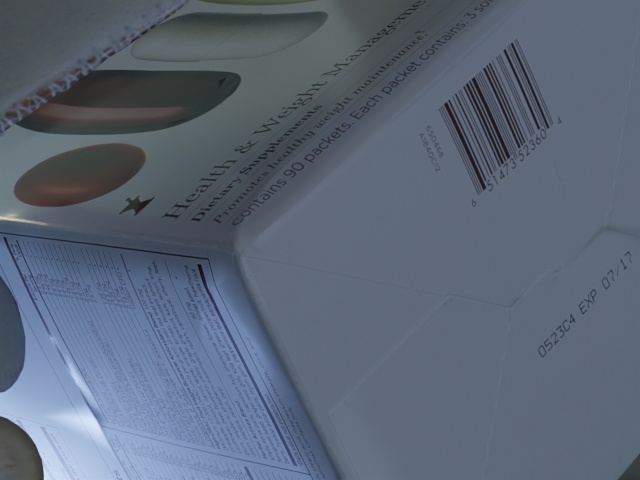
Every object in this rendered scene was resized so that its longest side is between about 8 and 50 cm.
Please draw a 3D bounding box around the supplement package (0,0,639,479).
[{"bbox_3d":[0.000,0.000,0.600,0.203,0.194,0.149,5,129,47],"label":"supplement package"}]

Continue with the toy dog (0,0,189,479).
[{"bbox_3d":[-0.094,-0.051,0.484,0.220,0.161,0.333,141,135,-58],"label":"toy dog"}]
